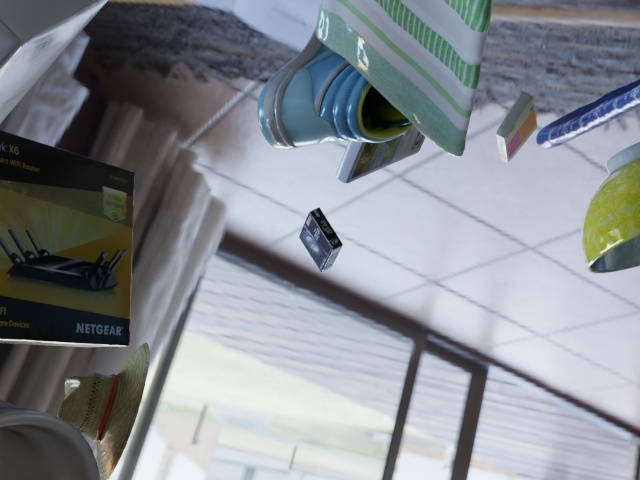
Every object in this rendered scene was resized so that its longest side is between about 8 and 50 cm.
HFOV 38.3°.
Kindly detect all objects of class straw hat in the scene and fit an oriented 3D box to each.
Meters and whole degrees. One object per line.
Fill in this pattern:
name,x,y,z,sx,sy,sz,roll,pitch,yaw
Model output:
straw hat,-0.215,0.155,0.870,0.061,0.144,0.144,21,157,-18

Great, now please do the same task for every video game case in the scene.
video game case,0.174,-0.287,1.846,0.036,0.300,0.329,36,124,20

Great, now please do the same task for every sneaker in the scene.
sneaker,0.078,-0.230,1.231,0.208,0.319,0.127,6,139,35

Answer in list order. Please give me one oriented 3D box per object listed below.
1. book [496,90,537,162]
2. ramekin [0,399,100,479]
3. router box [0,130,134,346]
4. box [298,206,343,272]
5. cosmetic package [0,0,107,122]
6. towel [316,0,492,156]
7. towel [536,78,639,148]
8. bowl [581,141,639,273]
book,0.371,-0.212,1.751,0.035,0.096,0.144,32,175,19
ramekin,-0.330,0.249,0.764,0.135,0.277,0.277,19,161,29
router box,-0.359,0.006,1.137,0.081,0.243,0.309,-5,171,28
box,0.000,0.000,1.325,0.067,0.018,0.083,58,156,16
cosmetic package,-0.582,-0.317,1.325,0.393,0.329,0.327,-39,103,26
towel,0.073,-0.253,0.932,0.248,0.038,0.325,47,161,23
towel,0.390,-0.189,0.974,0.040,0.243,0.336,63,166,1
bowl,0.532,-0.072,1.448,0.289,0.156,0.289,-15,164,-4
